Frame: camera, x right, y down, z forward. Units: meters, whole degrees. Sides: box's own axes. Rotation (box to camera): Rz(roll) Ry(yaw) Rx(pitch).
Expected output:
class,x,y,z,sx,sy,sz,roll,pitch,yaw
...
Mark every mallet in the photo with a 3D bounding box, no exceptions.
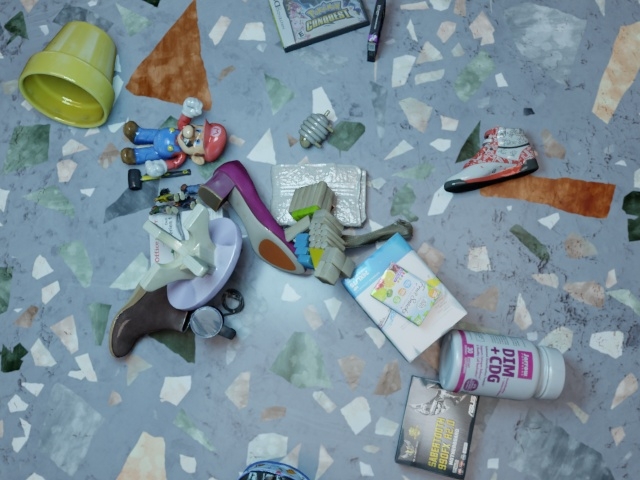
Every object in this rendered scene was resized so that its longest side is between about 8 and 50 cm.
class,x,y,z,sx,sy,sz,roll,pitch,yaw
mallet,-0.486,-0.202,1.781,0.190,0.039,0.062,-15,77,-2

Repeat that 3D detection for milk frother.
class,x,y,z,sx,sy,sz,roll,pitch,yaw
milk frother,-0.282,0.197,1.636,0.129,0.135,0.143,11,83,-7

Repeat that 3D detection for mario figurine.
class,x,y,z,sx,sy,sz,roll,pitch,yaw
mario figurine,-0.429,-0.299,1.716,0.321,0.170,0.198,-2,113,13

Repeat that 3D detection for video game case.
class,x,y,z,sx,sy,sz,roll,pitch,yaw
video game case,-0.016,-0.732,1.822,0.275,0.035,0.248,-18,79,3

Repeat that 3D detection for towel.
class,x,y,z,sx,sy,sz,roll,pitch,yaw
towel,-0.008,-0.128,1.711,0.282,0.049,0.187,0,80,6

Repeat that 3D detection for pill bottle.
class,x,y,z,sx,sy,sz,roll,pitch,yaw
pill bottle,0.460,0.323,1.521,0.283,0.160,0.160,8,81,-2

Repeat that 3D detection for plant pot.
class,x,y,z,sx,sy,sz,roll,pitch,yaw
plant pot,-0.723,-0.503,1.759,0.254,0.254,0.238,6,65,7

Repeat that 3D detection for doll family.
class,x,y,z,sx,sy,sz,roll,pitch,yaw
doll family,-0.406,-0.122,1.701,0.111,0.193,0.076,1,103,45

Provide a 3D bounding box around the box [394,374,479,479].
class,x,y,z,sx,sy,sz,roll,pitch,yaw
box,0.308,0.490,1.569,0.183,0.056,0.231,13,81,7

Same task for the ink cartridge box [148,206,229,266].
class,x,y,z,sx,sy,sz,roll,pitch,yaw
ink cartridge box,-0.372,0.000,1.702,0.220,0.092,0.160,-7,79,4

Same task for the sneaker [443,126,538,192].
class,x,y,z,sx,sy,sz,roll,pitch,yaw
sneaker,0.459,-0.230,1.663,0.270,0.090,0.144,-14,78,0

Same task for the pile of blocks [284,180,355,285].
class,x,y,z,sx,sy,sz,roll,pitch,yaw
pile of blocks,0.000,0.000,1.571,0.149,0.113,0.362,-31,41,20

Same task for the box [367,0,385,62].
class,x,y,z,sx,sy,sz,roll,pitch,yaw
box,0.165,-0.624,1.744,0.029,0.116,0.162,10,82,5

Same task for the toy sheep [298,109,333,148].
class,x,y,z,sx,sy,sz,roll,pitch,yaw
toy sheep,-0.014,-0.324,1.727,0.091,0.091,0.132,38,91,10

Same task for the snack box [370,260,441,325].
class,x,y,z,sx,sy,sz,roll,pitch,yaw
snack box,0.206,0.129,1.448,0.141,0.037,0.100,33,86,10

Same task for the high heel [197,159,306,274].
class,x,y,z,sx,sy,sz,roll,pitch,yaw
high heel,-0.153,-0.074,1.667,0.377,0.127,0.181,44,47,-6

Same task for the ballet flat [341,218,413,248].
class,x,y,z,sx,sy,sz,roll,pitch,yaw
ballet flat,0.135,-0.017,1.658,0.250,0.084,0.058,-10,95,-1

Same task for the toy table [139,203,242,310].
class,x,y,z,sx,sy,sz,roll,pitch,yaw
toy table,-0.338,0.043,1.533,0.252,0.161,0.274,22,82,32

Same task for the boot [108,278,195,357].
class,x,y,z,sx,sy,sz,roll,pitch,yaw
boot,-0.465,0.228,1.648,0.207,0.090,0.248,12,73,29

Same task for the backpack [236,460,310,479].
class,x,y,z,sx,sy,sz,roll,pitch,yaw
backpack,-0.127,0.701,1.500,0.277,0.213,0.263,17,90,2

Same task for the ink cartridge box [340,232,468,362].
class,x,y,z,sx,sy,sz,roll,pitch,yaw
ink cartridge box,0.217,0.156,1.563,0.197,0.198,0.270,-40,78,-2
